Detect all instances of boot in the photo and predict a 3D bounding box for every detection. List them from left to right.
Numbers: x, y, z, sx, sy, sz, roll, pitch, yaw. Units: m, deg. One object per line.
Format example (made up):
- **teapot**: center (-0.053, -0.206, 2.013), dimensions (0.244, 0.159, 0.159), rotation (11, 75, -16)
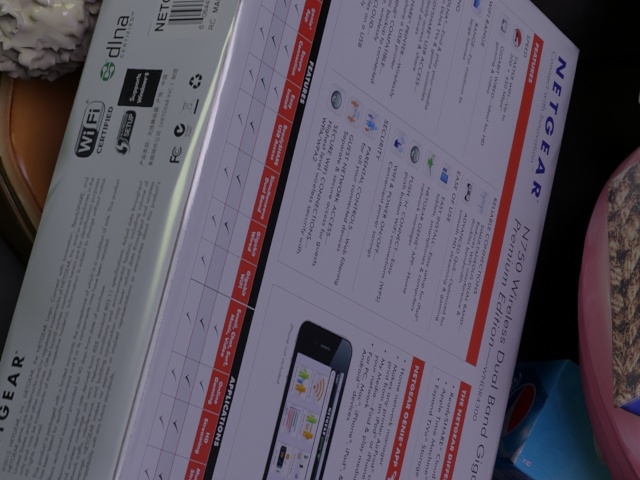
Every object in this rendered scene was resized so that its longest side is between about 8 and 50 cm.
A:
- **boot**: center (-0.113, -0.075, 0.876), dimensions (0.152, 0.073, 0.197), rotation (-25, 95, -24)

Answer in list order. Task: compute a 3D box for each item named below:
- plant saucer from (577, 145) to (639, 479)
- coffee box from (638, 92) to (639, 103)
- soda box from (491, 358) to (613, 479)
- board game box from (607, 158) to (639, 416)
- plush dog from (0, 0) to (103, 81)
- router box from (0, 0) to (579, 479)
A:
- **plant saucer**: center (0.268, 0.088, 0.949), dimensions (0.332, 0.084, 0.332), rotation (19, 53, -26)
- **coffee box**: center (0.416, -0.215, 0.912), dimensions (0.337, 0.334, 0.338), rotation (20, 66, -25)
- **soda box**: center (0.192, 0.153, 0.972), dimensions (0.210, 0.067, 0.071), rotation (35, 73, -15)
- **board game box**: center (0.325, 0.024, 0.814), dimensions (0.291, 0.232, 0.141), rotation (24, 50, -23)
- **plush dog**: center (-0.228, -0.195, 0.776), dimensions (0.225, 0.210, 0.262), rotation (-22, 68, 9)
- **router box**: center (0.000, 0.000, 0.820), dimensions (0.301, 0.082, 0.335), rotation (31, 68, -52)
